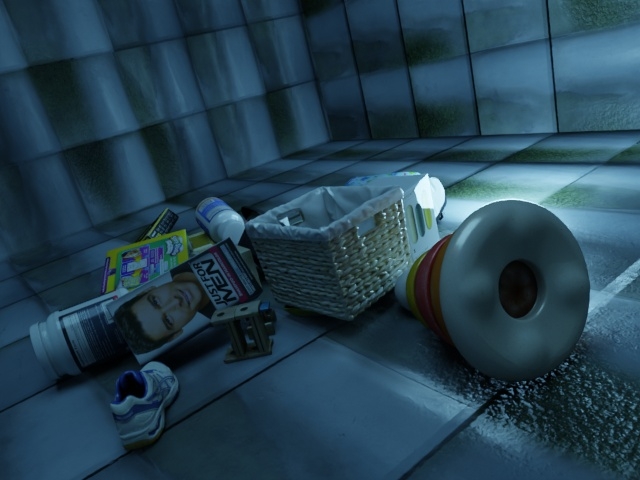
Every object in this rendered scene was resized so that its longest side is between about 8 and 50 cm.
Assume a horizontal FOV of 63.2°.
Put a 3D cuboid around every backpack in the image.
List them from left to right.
[{"bbox_3d":[0.248,-0.133,1.936,0.355,0.273,0.290,-16,21,37],"label":"backpack"}]

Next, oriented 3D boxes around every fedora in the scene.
[{"bbox_3d":[-0.192,0.019,1.845,0.153,0.334,0.334,-55,32,-11],"label":"fedora"}]

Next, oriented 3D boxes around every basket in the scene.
[{"bbox_3d":[0.031,0.017,1.442,0.331,0.267,0.328,7,28,45],"label":"basket"}]

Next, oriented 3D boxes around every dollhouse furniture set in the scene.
[{"bbox_3d":[-0.202,0.216,1.398,0.128,0.129,0.184,-13,20,5],"label":"dollhouse furniture set"}]

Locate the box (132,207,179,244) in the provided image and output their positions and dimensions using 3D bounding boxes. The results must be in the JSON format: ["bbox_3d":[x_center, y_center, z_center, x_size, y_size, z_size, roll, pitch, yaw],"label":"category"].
[{"bbox_3d":[-0.748,0.018,2.229,0.257,0.079,0.322,-44,17,17],"label":"box"}]

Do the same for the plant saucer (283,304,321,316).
[{"bbox_3d":[0.011,0.167,1.515,0.188,0.045,0.188,-7,20,21],"label":"plant saucer"}]

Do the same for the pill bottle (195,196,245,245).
[{"bbox_3d":[-0.415,-0.071,2.197,0.152,0.152,0.272,-23,34,-24],"label":"pill bottle"}]

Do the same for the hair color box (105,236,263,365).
[{"bbox_3d":[-0.369,0.167,1.439,0.374,0.185,0.113,-31,-5,-21],"label":"hair color box"}]

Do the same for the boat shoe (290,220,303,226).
[{"bbox_3d":[0.000,-0.004,1.880,0.305,0.109,0.091,9,29,27],"label":"boat shoe"}]

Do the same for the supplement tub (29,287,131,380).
[{"bbox_3d":[-0.656,0.267,1.491,0.272,0.191,0.191,-21,20,-20],"label":"supplement tub"}]

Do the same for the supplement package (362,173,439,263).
[{"bbox_3d":[0.231,-0.048,1.626,0.198,0.263,0.199,0,24,37],"label":"supplement package"}]

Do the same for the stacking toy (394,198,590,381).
[{"bbox_3d":[0.305,0.104,1.179,0.350,0.351,0.480,-22,5,-22],"label":"stacking toy"}]

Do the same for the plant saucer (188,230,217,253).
[{"bbox_3d":[-0.573,0.053,2.210,0.332,0.081,0.333,-19,19,-13],"label":"plant saucer"}]

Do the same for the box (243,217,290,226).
[{"bbox_3d":[-0.239,-0.059,2.265,0.170,0.091,0.130,-6,21,23],"label":"box"}]

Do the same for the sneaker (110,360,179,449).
[{"bbox_3d":[-0.405,0.339,1.203,0.111,0.131,0.296,-18,18,-6],"label":"sneaker"}]

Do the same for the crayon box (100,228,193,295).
[{"bbox_3d":[-0.622,0.123,1.904,0.313,0.106,0.363,-16,33,-8],"label":"crayon box"}]

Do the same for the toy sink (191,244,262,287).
[{"bbox_3d":[-0.320,0.101,1.780,0.131,0.153,0.234,-26,21,-31],"label":"toy sink"}]

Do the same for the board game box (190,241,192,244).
[{"bbox_3d":[-0.581,0.022,2.146,0.090,0.020,0.090,-22,20,-20],"label":"board game box"}]
